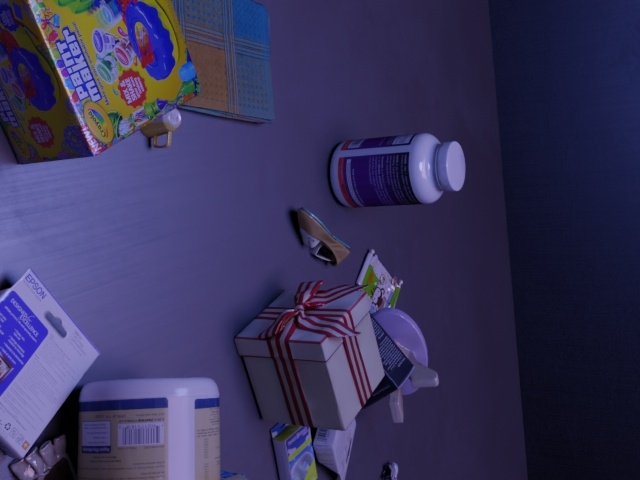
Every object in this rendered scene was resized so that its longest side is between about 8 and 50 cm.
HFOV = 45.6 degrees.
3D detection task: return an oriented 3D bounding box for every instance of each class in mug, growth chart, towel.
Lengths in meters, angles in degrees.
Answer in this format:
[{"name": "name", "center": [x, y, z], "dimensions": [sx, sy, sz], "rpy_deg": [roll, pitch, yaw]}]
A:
[{"name": "mug", "center": [-0.291, -0.218, 1.413], "dimensions": [0.062, 0.064, 0.078], "rpy_deg": [-53, 132, -46]}, {"name": "growth chart", "center": [0.167, 0.138, 2.192], "dimensions": [0.237, 0.021, 0.171], "rpy_deg": [47, 52, -47]}, {"name": "towel", "center": [-0.222, -0.390, 1.558], "dimensions": [0.370, 0.040, 0.271], "rpy_deg": [-3, 91, -57]}]

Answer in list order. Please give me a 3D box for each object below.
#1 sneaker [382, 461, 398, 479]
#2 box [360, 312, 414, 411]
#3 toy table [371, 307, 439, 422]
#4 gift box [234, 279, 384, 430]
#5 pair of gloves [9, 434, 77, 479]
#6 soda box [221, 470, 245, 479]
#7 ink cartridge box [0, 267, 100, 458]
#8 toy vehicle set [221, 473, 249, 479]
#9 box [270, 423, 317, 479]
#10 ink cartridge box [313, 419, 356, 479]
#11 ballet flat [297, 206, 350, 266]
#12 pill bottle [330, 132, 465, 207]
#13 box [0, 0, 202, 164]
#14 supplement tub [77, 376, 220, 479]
[{"name": "sneaker", "center": [0.199, 0.698, 2.213], "dimensions": [0.069, 0.038, 0.098], "rpy_deg": [14, 68, -56]}, {"name": "box", "center": [0.100, 0.290, 1.870], "dimensions": [0.207, 0.153, 0.108], "rpy_deg": [51, 37, 0]}, {"name": "toy table", "center": [0.192, 0.339, 2.048], "dimensions": [0.274, 0.252, 0.161], "rpy_deg": [64, 22, -21]}, {"name": "gift box", "center": [0.002, 0.239, 1.687], "dimensions": [0.255, 0.276, 0.258], "rpy_deg": [-48, 127, -55]}, {"name": "pair of gloves", "center": [-0.452, 0.433, 1.151], "dimensions": [0.240, 0.042, 0.204], "rpy_deg": [-34, 118, -53]}, {"name": "soda box", "center": [-0.185, 0.583, 1.553], "dimensions": [0.067, 0.071, 0.210], "rpy_deg": [-23, 108, -56]}, {"name": "ink cartridge box", "center": [-0.455, 0.183, 1.150], "dimensions": [0.208, 0.045, 0.206], "rpy_deg": [-60, 136, -39]}, {"name": "toy vehicle set", "center": [-0.231, 0.578, 1.422], "dimensions": [0.166, 0.035, 0.266], "rpy_deg": [9, 103, -59]}, {"name": "box", "center": [-0.060, 0.504, 1.789], "dimensions": [0.109, 0.042, 0.178], "rpy_deg": [-29, 114, -56]}, {"name": "ink cartridge box", "center": [0.040, 0.493, 1.945], "dimensions": [0.232, 0.066, 0.189], "rpy_deg": [85, 17, -49]}, {"name": "ballet flat", "center": [0.000, 0.000, 1.877], "dimensions": [0.073, 0.080, 0.232], "rpy_deg": [-53, 138, -3]}, {"name": "pill bottle", "center": [0.199, -0.180, 1.962], "dimensions": [0.181, 0.323, 0.181], "rpy_deg": [2, 88, -58]}, {"name": "box", "center": [-0.372, -0.308, 1.178], "dimensions": [0.279, 0.177, 0.289], "rpy_deg": [-47, 128, -47]}, {"name": "supplement tub", "center": [-0.276, 0.385, 1.234], "dimensions": [0.228, 0.228, 0.316], "rpy_deg": [16, 68, -57]}]
